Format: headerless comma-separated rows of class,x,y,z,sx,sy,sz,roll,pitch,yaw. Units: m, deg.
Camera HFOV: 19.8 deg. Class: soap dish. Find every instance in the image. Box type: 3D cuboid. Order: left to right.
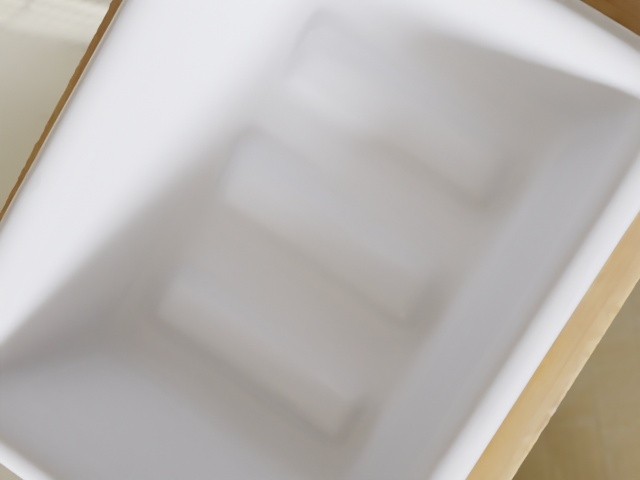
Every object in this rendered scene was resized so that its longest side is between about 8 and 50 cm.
soap dish,0.000,0.000,0.721,0.291,0.229,0.118,-60,-13,13
